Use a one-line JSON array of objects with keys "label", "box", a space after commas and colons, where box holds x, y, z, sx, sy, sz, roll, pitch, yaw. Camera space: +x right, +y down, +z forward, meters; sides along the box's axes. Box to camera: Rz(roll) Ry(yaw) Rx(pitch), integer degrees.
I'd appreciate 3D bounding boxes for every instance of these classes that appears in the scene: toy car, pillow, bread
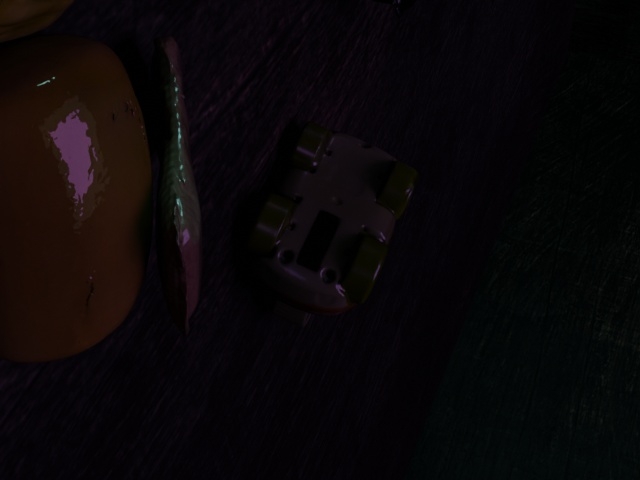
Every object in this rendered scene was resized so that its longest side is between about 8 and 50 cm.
[{"label": "toy car", "box": [0.000, 0.000, 1.063, 0.235, 0.145, 0.235, 25, 90, -89]}, {"label": "pillow", "box": [-0.109, -0.044, 0.672, 0.135, 0.034, 0.211, 97, -14, -54]}, {"label": "bread", "box": [-0.165, -0.021, 0.590, 0.147, 0.098, 0.217, -46, 145, -49]}]

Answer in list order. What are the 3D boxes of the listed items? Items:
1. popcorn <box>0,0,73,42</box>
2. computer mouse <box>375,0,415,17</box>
[{"label": "popcorn", "box": [-0.161, -0.178, 0.283, 0.195, 0.255, 0.256, -35, 120, -4]}, {"label": "computer mouse", "box": [0.082, -0.353, 1.069, 0.242, 0.077, 0.146, -56, 154, -52]}]
